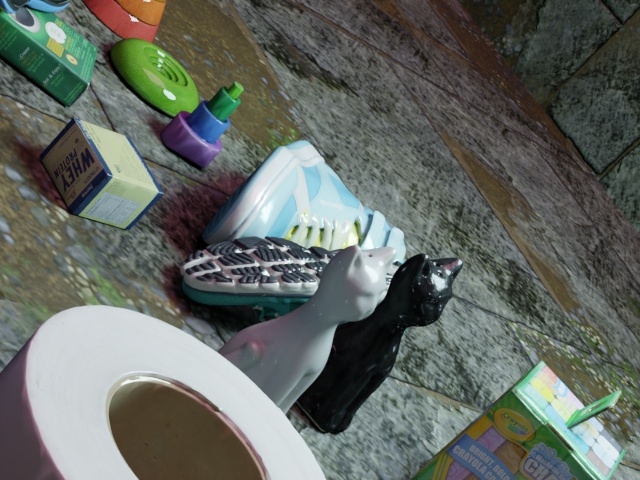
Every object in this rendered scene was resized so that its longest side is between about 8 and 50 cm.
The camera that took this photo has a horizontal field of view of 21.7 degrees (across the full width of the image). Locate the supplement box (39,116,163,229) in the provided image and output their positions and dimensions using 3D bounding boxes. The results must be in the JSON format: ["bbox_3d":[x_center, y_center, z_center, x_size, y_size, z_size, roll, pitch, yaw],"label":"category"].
[{"bbox_3d":[-0.214,-0.065,1.634,0.083,0.056,0.083,18,31,-53],"label":"supplement box"}]

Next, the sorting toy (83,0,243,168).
[{"bbox_3d":[-0.173,-0.245,2.001,0.127,0.126,0.365,26,25,-43],"label":"sorting toy"}]

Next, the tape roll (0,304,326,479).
[{"bbox_3d":[-0.120,0.183,1.204,0.286,0.100,0.286,34,24,-18],"label":"tape roll"}]

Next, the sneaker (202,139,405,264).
[{"bbox_3d":[0.000,0.000,1.838,0.208,0.127,0.319,43,19,2],"label":"sneaker"}]

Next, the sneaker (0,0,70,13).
[{"bbox_3d":[-0.304,-0.281,1.745,0.067,0.078,0.188,47,19,8],"label":"sneaker"}]

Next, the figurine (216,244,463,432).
[{"bbox_3d":[0.020,0.082,1.568,0.092,0.209,0.215,52,20,23],"label":"figurine"}]

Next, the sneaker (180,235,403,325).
[{"bbox_3d":[-0.017,0.067,1.692,0.275,0.110,0.107,10,20,-31],"label":"sneaker"}]

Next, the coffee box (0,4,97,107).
[{"bbox_3d":[-0.324,-0.229,1.784,0.184,0.040,0.113,38,19,-19],"label":"coffee box"}]

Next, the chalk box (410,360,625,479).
[{"bbox_3d":[0.211,0.215,1.674,0.132,0.213,0.132,47,19,8],"label":"chalk box"}]
